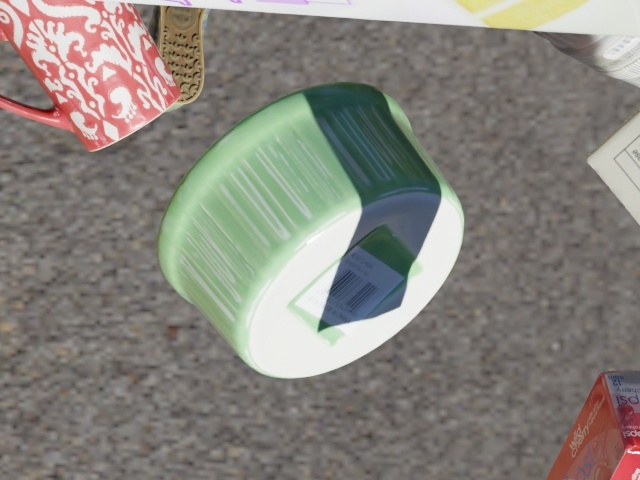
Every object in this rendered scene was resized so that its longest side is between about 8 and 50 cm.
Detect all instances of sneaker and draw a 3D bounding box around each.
[{"bbox_3d":[-0.142,-0.214,1.732,0.064,0.086,0.192,13,74,-21],"label":"sneaker"}]

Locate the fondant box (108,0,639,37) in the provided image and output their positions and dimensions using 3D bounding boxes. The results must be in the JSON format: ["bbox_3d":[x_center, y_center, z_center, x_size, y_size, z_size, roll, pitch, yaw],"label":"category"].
[{"bbox_3d":[0.009,-0.152,0.562,0.238,0.330,0.096,44,56,-67],"label":"fondant box"}]

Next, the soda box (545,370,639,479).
[{"bbox_3d":[0.242,0.227,1.515,0.092,0.083,0.263,-99,-161,-45],"label":"soda box"}]

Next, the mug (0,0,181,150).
[{"bbox_3d":[-0.209,-0.159,1.446,0.169,0.150,0.113,58,23,-15],"label":"mug"}]

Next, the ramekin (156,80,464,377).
[{"bbox_3d":[0.000,0.000,1.819,0.303,0.148,0.303,-26,147,-19],"label":"ramekin"}]

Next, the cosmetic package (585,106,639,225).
[{"bbox_3d":[0.344,-0.098,1.157,0.160,0.309,0.113,53,30,12],"label":"cosmetic package"}]

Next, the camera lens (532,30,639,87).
[{"bbox_3d":[0.329,-0.222,1.492,0.274,0.219,0.219,17,73,-22],"label":"camera lens"}]
